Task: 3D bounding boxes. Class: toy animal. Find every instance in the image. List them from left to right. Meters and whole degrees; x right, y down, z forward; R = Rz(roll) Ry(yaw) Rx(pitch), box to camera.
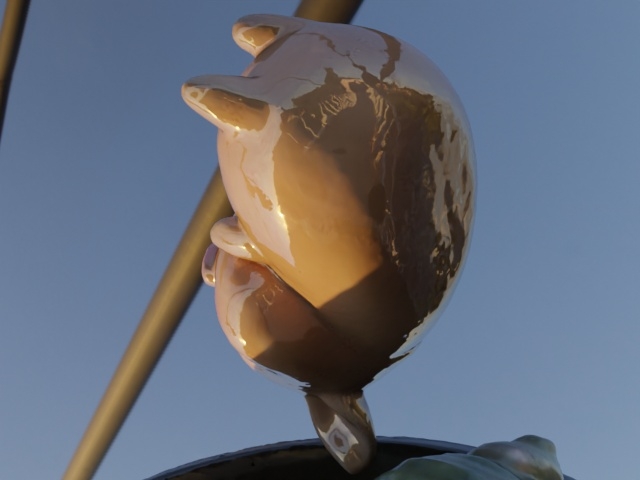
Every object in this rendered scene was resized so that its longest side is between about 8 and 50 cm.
[{"bbox_3d":[0.009,-0.005,0.452,0.250,0.154,0.166,94,-160,-47],"label":"toy animal"}]

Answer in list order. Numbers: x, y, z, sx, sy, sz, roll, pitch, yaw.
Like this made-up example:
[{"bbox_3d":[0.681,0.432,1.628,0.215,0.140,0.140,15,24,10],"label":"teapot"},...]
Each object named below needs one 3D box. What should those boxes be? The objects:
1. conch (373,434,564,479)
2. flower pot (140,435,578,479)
[{"bbox_3d":[0.032,0.208,0.381,0.277,0.195,0.220,-53,-45,-8],"label":"conch"},{"bbox_3d":[0.009,0.283,0.394,0.379,0.379,0.251,-12,-81,-21],"label":"flower pot"}]
